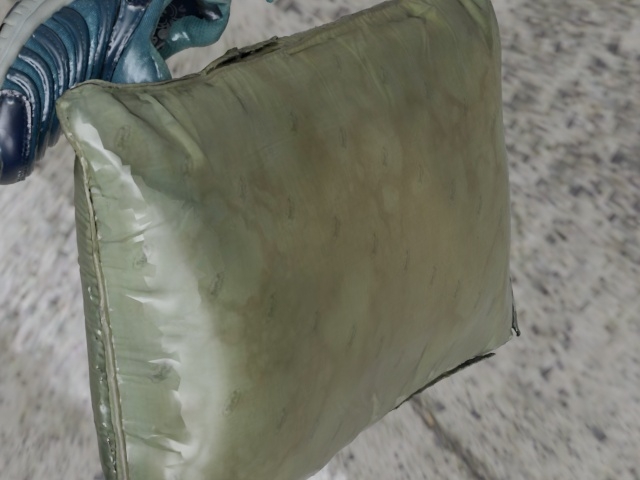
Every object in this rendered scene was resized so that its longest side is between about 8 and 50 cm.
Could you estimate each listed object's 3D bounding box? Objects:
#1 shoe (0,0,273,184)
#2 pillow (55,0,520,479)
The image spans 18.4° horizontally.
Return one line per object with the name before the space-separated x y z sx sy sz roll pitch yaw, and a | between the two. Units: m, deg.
shoe | -0.081 -0.068 0.743 0.071 0.064 0.143 32 55 11
pillow | 0.000 0.000 0.780 0.075 0.302 0.184 3 107 32
